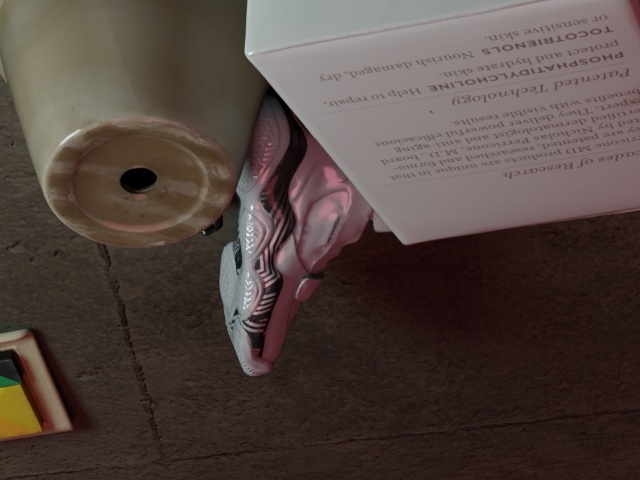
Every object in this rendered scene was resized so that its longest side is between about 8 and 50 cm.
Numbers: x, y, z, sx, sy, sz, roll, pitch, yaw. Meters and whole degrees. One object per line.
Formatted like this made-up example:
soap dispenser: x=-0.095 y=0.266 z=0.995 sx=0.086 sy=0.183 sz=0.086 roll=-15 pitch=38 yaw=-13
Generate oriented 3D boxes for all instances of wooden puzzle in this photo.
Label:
wooden puzzle: x=-0.470 y=0.214 z=2.290 sx=0.221 sy=0.044 sz=0.238 roll=-10 pitch=139 yaw=4

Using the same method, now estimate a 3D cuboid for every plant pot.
plant pot: x=-0.187 y=-0.157 z=1.727 sx=0.323 sy=0.280 sz=0.323 roll=-3 pitch=137 yaw=-3

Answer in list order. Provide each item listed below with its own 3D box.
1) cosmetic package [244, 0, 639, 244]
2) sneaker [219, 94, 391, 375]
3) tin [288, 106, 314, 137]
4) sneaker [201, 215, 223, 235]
cosmetic package: x=0.160 y=-0.237 z=1.547 sx=0.327 sy=0.329 sz=0.393 roll=-9 pitch=153 yaw=20
sneaker: x=0.000 y=0.000 z=1.979 sx=0.210 sy=0.137 sz=0.366 roll=-3 pitch=121 yaw=-15
tin: x=0.049 y=-0.186 z=1.843 sx=0.190 sy=0.040 sz=0.106 roll=-34 pitch=115 yaw=-3
sneaker: x=-0.175 y=-0.058 z=1.983 sx=0.152 sy=0.084 sz=0.058 roll=31 pitch=127 yaw=-34
